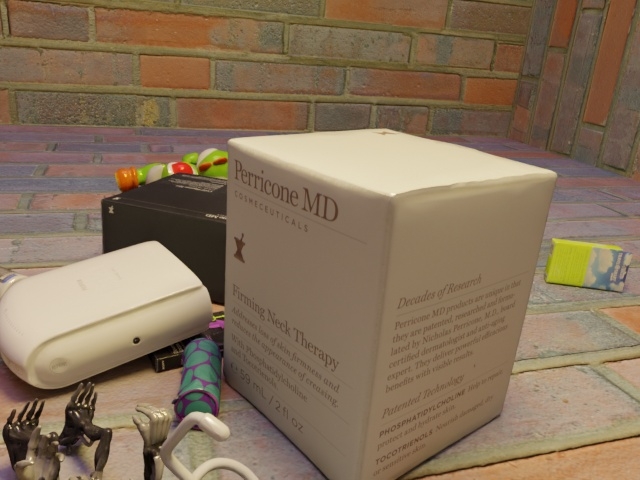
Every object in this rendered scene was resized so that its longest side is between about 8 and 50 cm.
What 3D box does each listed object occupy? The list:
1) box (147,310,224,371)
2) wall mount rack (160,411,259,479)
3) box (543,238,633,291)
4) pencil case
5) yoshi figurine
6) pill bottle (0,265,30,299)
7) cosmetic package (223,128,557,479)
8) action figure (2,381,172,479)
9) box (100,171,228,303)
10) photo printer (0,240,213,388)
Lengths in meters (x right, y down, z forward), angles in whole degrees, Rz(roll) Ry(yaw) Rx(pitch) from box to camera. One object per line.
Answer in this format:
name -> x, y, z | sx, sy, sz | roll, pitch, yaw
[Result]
box -> -0.223, 0.171, 0.995 | 0.162, 0.029, 0.116 | -10, 25, -31
wall mount rack -> -0.067, 0.327, 0.493 | 0.304, 0.130, 0.350 | 42, 26, 0
box -> 0.648, 0.059, 1.389 | 0.178, 0.109, 0.042 | 7, 19, 6
pencil case -> -0.182, 0.209, 0.851 | 0.070, 0.064, 0.152 | -39, 20, 7
yoshi figurine -> -0.357, -0.154, 1.570 | 0.362, 0.204, 0.203 | -18, 27, -12
pill bottle -> -0.604, 0.087, 1.062 | 0.137, 0.078, 0.078 | 15, 22, 24
cosmetic package -> 0.078, 0.063, 0.833 | 0.327, 0.394, 0.329 | -12, 25, -38
action figure -> -0.250, 0.251, 0.620 | 0.164, 0.141, 0.275 | 1, 16, -45
box -> -0.252, -0.019, 1.285 | 0.343, 0.179, 0.312 | 11, 19, 15
photo printer -> -0.370, 0.114, 0.951 | 0.307, 0.107, 0.256 | -19, 29, -29
